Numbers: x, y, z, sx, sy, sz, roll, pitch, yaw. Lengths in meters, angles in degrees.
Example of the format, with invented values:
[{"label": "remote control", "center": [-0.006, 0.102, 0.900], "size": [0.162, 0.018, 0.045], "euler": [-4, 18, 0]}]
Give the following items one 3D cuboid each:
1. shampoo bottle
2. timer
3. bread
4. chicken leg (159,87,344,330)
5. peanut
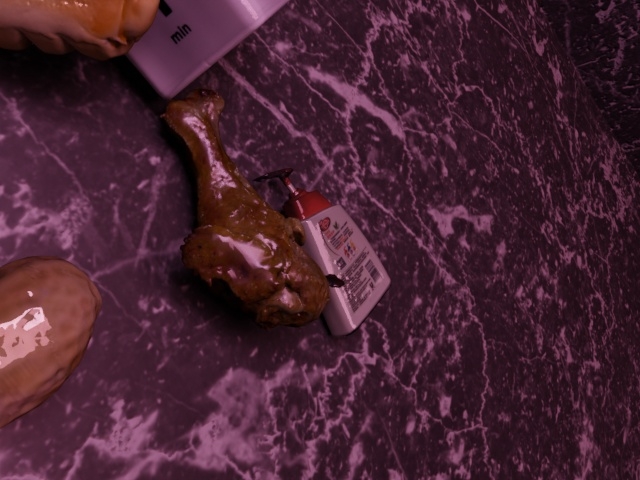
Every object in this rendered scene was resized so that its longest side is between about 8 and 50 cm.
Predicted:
[{"label": "shampoo bottle", "center": [0.000, 0.000, 0.961], "size": [0.153, 0.071, 0.284], "euler": [-43, 105, -40]}, {"label": "timer", "center": [-0.176, -0.340, 0.791], "size": [0.195, 0.194, 0.192], "euler": [50, 32, -19]}, {"label": "bread", "center": [-0.332, -0.293, 0.638], "size": [0.311, 0.121, 0.172], "euler": [8, 105, -14]}, {"label": "chicken leg", "center": [-0.126, -0.026, 0.809], "size": [0.361, 0.140, 0.211], "euler": [53, 25, -3]}, {"label": "peanut", "center": [-0.336, 0.124, 0.551], "size": [0.313, 0.149, 0.149], "euler": [-39, 104, -44]}]
